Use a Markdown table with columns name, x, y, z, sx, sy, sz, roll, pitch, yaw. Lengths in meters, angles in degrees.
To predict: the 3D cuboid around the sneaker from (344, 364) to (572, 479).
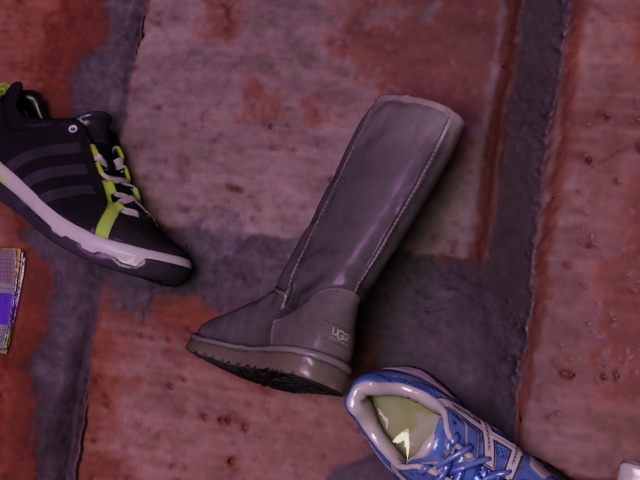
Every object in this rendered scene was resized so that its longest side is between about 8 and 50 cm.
| name | x | y | z | sx | sy | sz | roll | pitch | yaw |
| --- | --- | --- | --- | --- | --- | --- | --- | --- | --- |
| sneaker | 0.096 | 0.157 | 1.057 | 0.211 | 0.081 | 0.080 | 35 | 96 | 25 |

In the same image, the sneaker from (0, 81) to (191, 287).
| name | x | y | z | sx | sy | sz | roll | pitch | yaw |
| --- | --- | --- | --- | --- | --- | --- | --- | --- | --- |
| sneaker | -0.181 | -0.051 | 1.221 | 0.235 | 0.084 | 0.097 | 32 | 94 | 26 |

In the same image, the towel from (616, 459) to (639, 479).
| name | x | y | z | sx | sy | sz | roll | pitch | yaw |
| --- | --- | --- | --- | --- | --- | --- | --- | --- | --- |
| towel | 0.322 | 0.252 | 0.950 | 0.312 | 0.056 | 0.324 | 3 | 82 | 25 |

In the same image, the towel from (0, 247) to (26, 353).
| name | x | y | z | sx | sy | sz | roll | pitch | yaw |
| --- | --- | --- | --- | --- | --- | --- | --- | --- | --- |
| towel | -0.264 | 0.045 | 1.284 | 0.060 | 0.009 | 0.083 | 6 | 84 | 25 |

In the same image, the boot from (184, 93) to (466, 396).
| name | x | y | z | sx | sy | sz | roll | pitch | yaw |
| --- | --- | --- | --- | --- | --- | --- | --- | --- | --- |
| boot | 0.001 | 0.001 | 1.127 | 0.190 | 0.076 | 0.208 | 2 | 70 | 52 |
